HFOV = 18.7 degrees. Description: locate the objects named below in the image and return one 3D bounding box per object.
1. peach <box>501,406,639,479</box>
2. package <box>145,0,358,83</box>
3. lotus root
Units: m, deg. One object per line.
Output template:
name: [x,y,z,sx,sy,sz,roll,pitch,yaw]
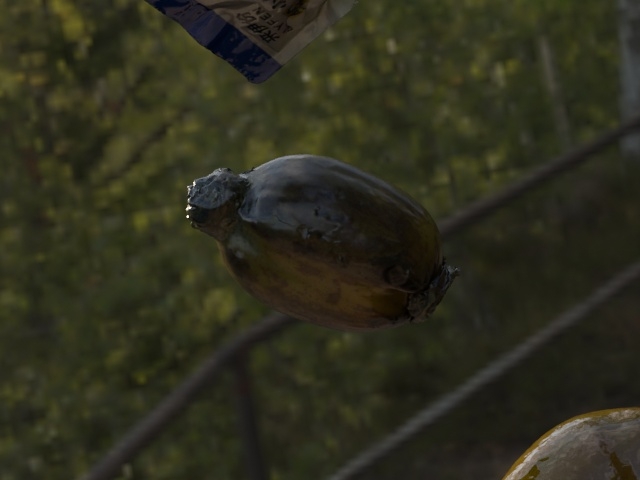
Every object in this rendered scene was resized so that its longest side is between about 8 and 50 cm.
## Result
peach: [0.230,0.224,1.371,0.251,0.153,0.251,-8,31,5]
package: [-0.032,-0.191,1.263,0.173,0.027,0.171,-39,-43,18]
lotus root: [0.000,0.000,1.406,0.209,0.120,0.120,22,-8,-12]
